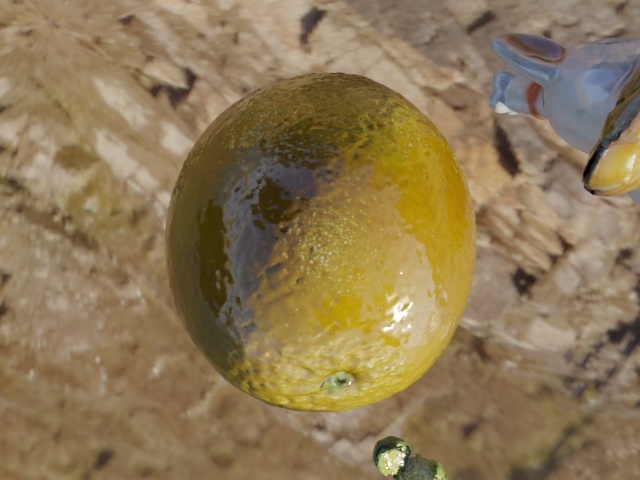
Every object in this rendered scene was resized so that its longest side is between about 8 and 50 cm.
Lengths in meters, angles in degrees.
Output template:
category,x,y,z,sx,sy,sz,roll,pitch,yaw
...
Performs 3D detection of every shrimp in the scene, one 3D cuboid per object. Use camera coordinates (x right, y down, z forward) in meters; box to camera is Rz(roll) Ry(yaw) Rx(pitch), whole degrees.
category,x,y,z,sx,sy,sz,roll,pitch,yaw
shrimp,0.231,-0.108,0.871,0.068,0.248,0.150,46,46,15

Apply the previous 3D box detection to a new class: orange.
category,x,y,z,sx,sy,sz,roll,pitch,yaw
orange,0.000,0.000,1.040,0.236,0.236,0.236,-1,98,-10

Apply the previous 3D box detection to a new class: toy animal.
category,x,y,z,sx,sy,sz,roll,pitch,yaw
toy animal,0.248,-0.111,1.164,0.138,0.282,0.140,-40,140,-6

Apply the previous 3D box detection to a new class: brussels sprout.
category,x,y,z,sx,sy,sz,roll,pitch,yaw
brussels sprout,0.083,0.217,1.441,0.083,0.051,0.046,43,68,-15
